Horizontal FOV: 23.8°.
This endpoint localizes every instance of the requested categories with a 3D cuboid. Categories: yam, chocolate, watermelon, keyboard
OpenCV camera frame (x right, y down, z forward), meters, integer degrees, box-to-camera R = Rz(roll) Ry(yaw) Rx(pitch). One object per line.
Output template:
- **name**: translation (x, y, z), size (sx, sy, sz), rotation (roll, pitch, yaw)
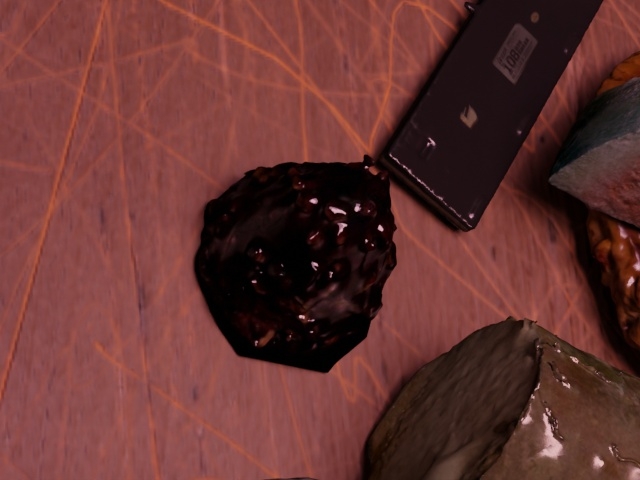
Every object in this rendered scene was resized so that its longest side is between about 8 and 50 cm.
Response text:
- **yam**: translation (0.197, 0.185, 1.054), size (0.300, 0.195, 0.195), rotation (30, 63, -17)
- **chocolate**: translation (0.000, 0.000, 1.050), size (0.156, 0.133, 0.156), rotation (8, 70, -23)
- **watermelon**: translation (0.313, -0.039, 1.151), size (0.241, 0.154, 0.094), rotation (34, 61, -22)
- **keyboard**: translation (0.148, -0.151, 1.234), size (0.106, 0.027, 0.317), rotation (41, 60, -14)

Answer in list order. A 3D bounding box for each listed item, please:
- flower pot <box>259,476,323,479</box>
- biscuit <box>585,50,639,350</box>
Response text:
- **flower pot**: translation (-0.018, 0.277, 0.864), size (0.299, 0.283, 0.299), rotation (8, 70, -24)
- **biscuit**: translation (0.340, -0.006, 1.257), size (0.289, 0.081, 0.334), rotation (-1, 71, -25)
